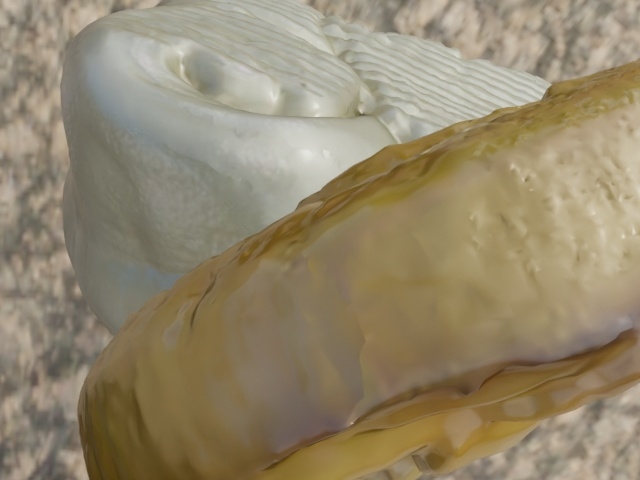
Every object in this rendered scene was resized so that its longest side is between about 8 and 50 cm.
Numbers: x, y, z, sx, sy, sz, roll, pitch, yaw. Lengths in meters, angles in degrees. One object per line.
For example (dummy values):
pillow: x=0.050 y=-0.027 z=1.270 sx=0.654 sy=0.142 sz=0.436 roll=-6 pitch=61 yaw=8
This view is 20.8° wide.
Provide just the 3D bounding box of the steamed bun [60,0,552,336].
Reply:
steamed bun: x=0.000 y=0.000 z=1.096 sx=0.342 sy=0.367 sz=0.255 roll=23 pitch=112 yaw=6

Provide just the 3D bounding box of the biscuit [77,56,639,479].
biscuit: x=0.058 y=0.016 z=0.564 sx=0.296 sy=0.296 sz=0.102 roll=-22 pitch=80 yaw=-16
